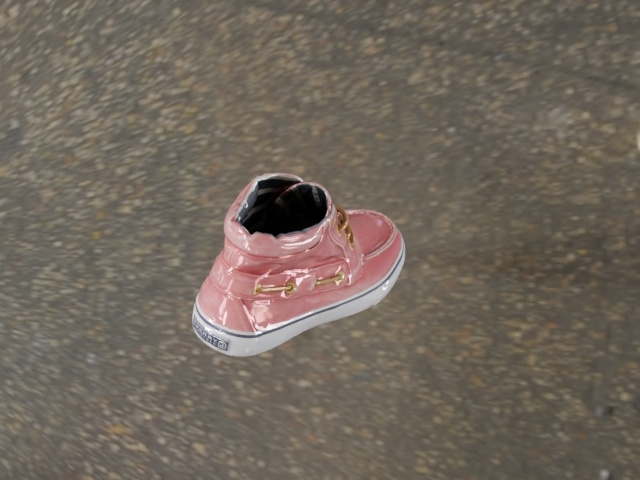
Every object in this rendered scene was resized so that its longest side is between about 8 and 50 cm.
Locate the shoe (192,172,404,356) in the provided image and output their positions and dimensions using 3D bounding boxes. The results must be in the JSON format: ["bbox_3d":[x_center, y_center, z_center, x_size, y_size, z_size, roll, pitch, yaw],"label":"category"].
[{"bbox_3d":[0.000,0.000,1.027,0.178,0.063,0.081,-26,143,-49],"label":"shoe"}]
